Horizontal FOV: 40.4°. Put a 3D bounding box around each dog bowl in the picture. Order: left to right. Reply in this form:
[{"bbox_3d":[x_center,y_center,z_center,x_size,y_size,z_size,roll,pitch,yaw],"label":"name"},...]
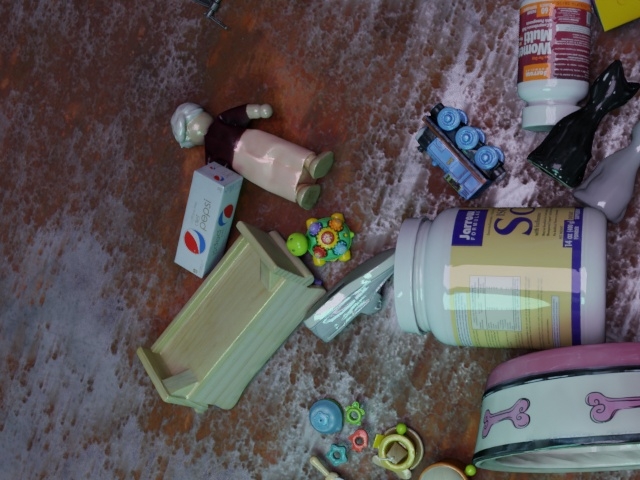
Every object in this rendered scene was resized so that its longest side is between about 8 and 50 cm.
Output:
[{"bbox_3d":[0.437,0.268,1.358,0.408,0.408,0.150,-9,69,18],"label":"dog bowl"}]

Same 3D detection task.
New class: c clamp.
[{"bbox_3d":[-0.203,-0.524,1.755,0.137,0.022,0.160,32,101,21],"label":"c clamp"}]

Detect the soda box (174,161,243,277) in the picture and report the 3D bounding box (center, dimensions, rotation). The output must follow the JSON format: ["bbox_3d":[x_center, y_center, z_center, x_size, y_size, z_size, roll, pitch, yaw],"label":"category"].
[{"bbox_3d":[-0.219,-0.039,1.693,0.074,0.069,0.216,29,122,18],"label":"soda box"}]

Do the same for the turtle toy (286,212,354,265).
[{"bbox_3d":[0.000,0.000,1.649,0.130,0.066,0.095,-11,86,2],"label":"turtle toy"}]

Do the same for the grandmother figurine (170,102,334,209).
[{"bbox_3d":[-0.153,-0.174,1.699,0.342,0.104,0.208,28,94,19],"label":"grandmother figurine"}]

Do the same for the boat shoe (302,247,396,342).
[{"bbox_3d":[0.073,0.106,1.640,0.227,0.079,0.081,-40,102,13],"label":"boat shoe"}]

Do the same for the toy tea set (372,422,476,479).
[{"bbox_3d":[0.151,0.514,1.579,0.200,0.124,0.336,17,95,18],"label":"toy tea set"}]

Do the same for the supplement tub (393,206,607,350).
[{"bbox_3d":[0.308,0.062,1.465,0.331,0.241,0.241,1,90,18],"label":"supplement tub"}]

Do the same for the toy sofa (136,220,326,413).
[{"bbox_3d":[-0.172,0.155,1.693,0.362,0.177,0.150,-51,51,12],"label":"toy sofa"}]

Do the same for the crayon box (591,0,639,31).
[{"bbox_3d":[0.536,-0.554,1.349,0.313,0.106,0.363,-22,125,17],"label":"crayon box"}]

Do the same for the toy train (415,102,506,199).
[{"bbox_3d":[0.249,-0.162,1.572,0.105,0.080,0.184,-46,77,19],"label":"toy train"}]

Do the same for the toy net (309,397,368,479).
[{"bbox_3d":[0.039,0.420,1.662,0.122,0.045,0.232,-4,90,17],"label":"toy net"}]

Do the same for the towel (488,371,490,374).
[{"bbox_3d":[0.403,0.213,1.458,0.237,0.102,0.021,-23,64,45],"label":"towel"}]

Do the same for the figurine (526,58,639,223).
[{"bbox_3d":[0.483,-0.162,1.447,0.209,0.215,0.092,-54,33,8],"label":"figurine"}]

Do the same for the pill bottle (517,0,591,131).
[{"bbox_3d":[0.400,-0.303,1.496,0.121,0.121,0.221,2,90,19],"label":"pill bottle"}]
